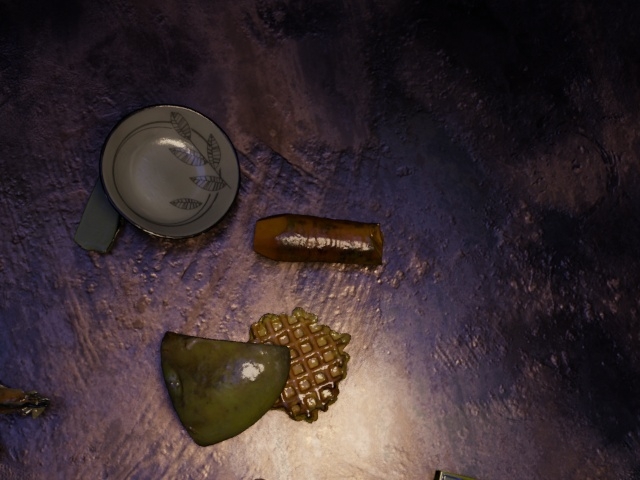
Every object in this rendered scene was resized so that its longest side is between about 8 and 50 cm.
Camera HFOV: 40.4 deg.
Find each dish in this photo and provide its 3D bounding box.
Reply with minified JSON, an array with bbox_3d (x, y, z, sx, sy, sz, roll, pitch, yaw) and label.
[{"bbox_3d":[-0.345,-0.148,1.967,0.316,0.106,0.316,4,80,-20],"label":"dish"}]

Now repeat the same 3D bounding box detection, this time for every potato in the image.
[{"bbox_3d":[-0.193,0.279,1.859,0.255,0.112,0.269,-22,81,9],"label":"potato"}]

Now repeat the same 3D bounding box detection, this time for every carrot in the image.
[{"bbox_3d":[0.000,0.000,1.972,0.302,0.114,0.114,4,77,-4],"label":"carrot"}]

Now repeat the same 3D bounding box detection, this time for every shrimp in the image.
[{"bbox_3d":[-0.668,0.377,1.808,0.219,0.046,0.152,-3,95,0],"label":"shrimp"}]

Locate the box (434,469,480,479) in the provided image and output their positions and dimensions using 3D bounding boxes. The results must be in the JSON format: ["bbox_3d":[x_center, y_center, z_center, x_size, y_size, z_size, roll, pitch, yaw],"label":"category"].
[{"bbox_3d":[0.298,0.621,1.873,0.141,0.064,0.220,14,75,-1],"label":"box"}]

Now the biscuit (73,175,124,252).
[{"bbox_3d":[-0.468,-0.122,2.002,0.099,0.038,0.322,19,77,0],"label":"biscuit"}]

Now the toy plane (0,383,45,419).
[{"bbox_3d":[-0.730,0.305,1.866,0.286,0.092,0.108,17,98,1],"label":"toy plane"}]

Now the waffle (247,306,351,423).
[{"bbox_3d":[-0.057,0.271,1.938,0.238,0.059,0.243,17,74,4],"label":"waffle"}]

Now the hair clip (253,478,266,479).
[{"bbox_3d":[-0.146,0.645,1.824,0.137,0.090,0.278,-2,77,5],"label":"hair clip"}]
